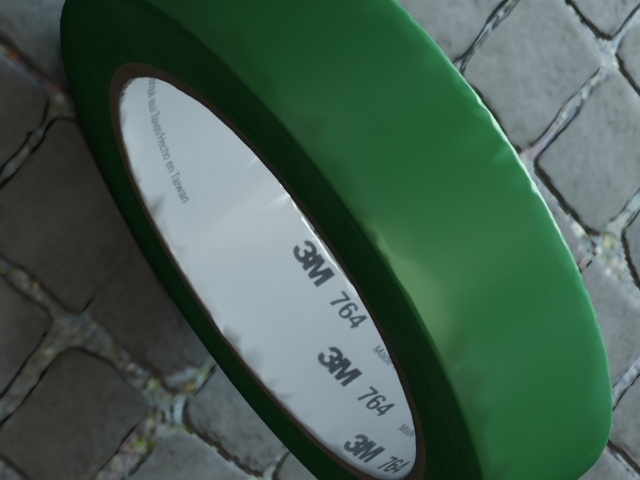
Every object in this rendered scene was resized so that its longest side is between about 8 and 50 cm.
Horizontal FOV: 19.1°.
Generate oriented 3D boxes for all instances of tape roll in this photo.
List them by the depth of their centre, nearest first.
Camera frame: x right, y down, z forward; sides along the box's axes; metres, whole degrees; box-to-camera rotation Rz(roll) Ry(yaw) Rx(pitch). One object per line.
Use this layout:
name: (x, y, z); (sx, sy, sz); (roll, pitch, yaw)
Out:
tape roll: (0.000, 0.000, 0.891); (0.077, 0.321, 0.321); (-34, 118, -18)
